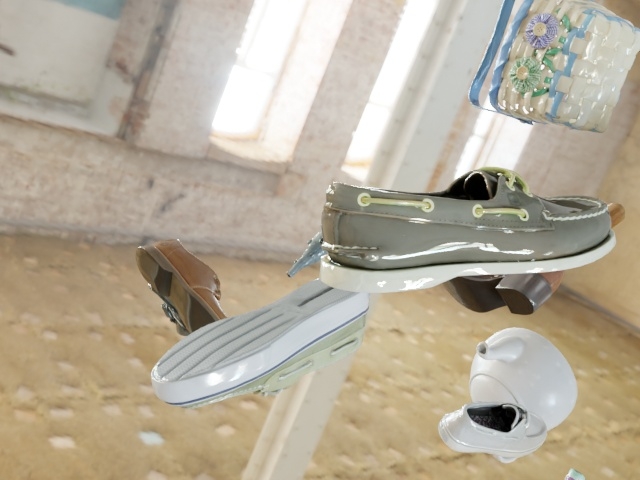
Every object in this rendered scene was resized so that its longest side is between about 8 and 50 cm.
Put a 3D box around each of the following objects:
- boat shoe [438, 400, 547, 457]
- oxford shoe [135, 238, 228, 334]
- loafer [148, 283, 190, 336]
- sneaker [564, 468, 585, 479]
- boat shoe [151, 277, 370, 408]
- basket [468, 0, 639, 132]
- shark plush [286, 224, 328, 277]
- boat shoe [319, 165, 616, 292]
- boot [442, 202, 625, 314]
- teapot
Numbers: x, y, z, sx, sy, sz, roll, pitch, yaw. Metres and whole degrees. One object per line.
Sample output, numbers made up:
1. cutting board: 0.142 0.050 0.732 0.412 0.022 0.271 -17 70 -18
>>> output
1. boat shoe: 0.236 0.236 1.172 0.184 0.063 0.066 14 -135 -31
2. oxford shoe: -0.157 0.074 1.216 0.076 0.076 0.212 -26 -112 -38
3. loafer: -0.223 0.165 1.670 0.267 0.084 0.096 43 -174 -22
4. sneaker: 0.435 0.445 1.585 0.038 0.069 0.098 29 161 40
5. boat shoe: -0.052 0.131 1.047 0.302 0.094 0.109 -22 -156 -34
6. basket: 0.385 -0.321 1.549 0.201 0.254 0.289 9 -164 -29
7. shark plush: 0.000 0.000 1.525 0.073 0.161 0.067 59 162 9
8. boat shoe: 0.142 -0.018 0.814 0.305 0.091 0.109 -7 -167 -24
9. boot: 0.375 0.009 1.656 0.096 0.280 0.264 56 155 -17
10. teapot: 0.413 0.329 1.957 0.187 0.252 0.256 -32 -101 -29
